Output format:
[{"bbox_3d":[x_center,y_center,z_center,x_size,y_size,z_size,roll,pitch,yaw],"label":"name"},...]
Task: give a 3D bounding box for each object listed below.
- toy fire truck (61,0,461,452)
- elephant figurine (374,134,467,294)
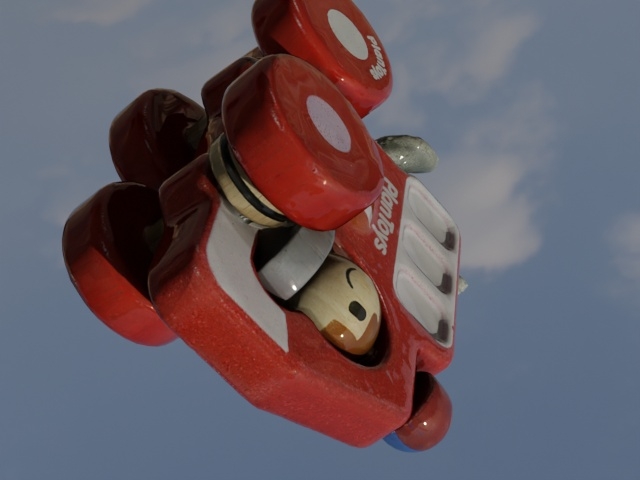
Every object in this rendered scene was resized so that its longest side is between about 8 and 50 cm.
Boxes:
[{"bbox_3d":[0.000,0.000,0.836,0.169,0.254,0.302,-36,-157,25],"label":"toy fire truck"},{"bbox_3d":[0.019,-0.030,1.158,0.186,0.239,0.169,-19,-106,-5],"label":"elephant figurine"}]
